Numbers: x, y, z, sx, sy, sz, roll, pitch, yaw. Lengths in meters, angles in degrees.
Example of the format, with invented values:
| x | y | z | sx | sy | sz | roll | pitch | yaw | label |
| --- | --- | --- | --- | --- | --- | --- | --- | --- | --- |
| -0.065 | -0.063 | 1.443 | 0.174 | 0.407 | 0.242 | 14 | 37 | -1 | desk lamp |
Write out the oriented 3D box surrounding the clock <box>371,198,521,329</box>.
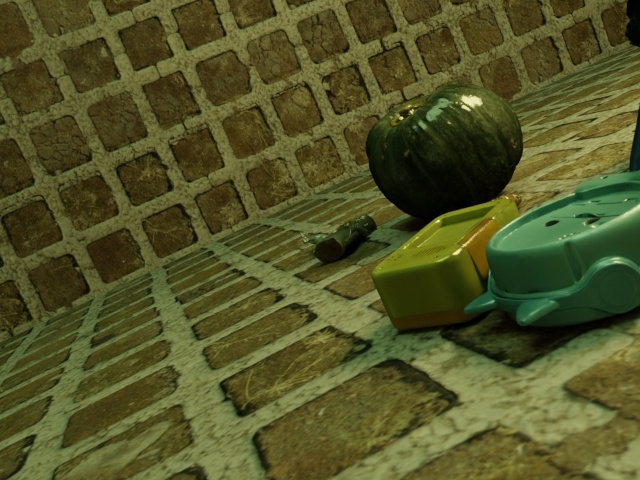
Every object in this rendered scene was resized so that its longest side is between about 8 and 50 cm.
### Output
| x | y | z | sx | sy | sz | roll | pitch | yaw | label |
| --- | --- | --- | --- | --- | --- | --- | --- | --- | --- |
| 0.175 | 0.030 | 0.891 | 0.143 | 0.096 | 0.202 | -11 | 16 | 46 | clock |

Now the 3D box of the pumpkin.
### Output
| x | y | z | sx | sy | sz | roll | pitch | yaw | label |
| --- | --- | --- | --- | --- | --- | --- | --- | --- | --- |
| 0.251 | -0.184 | 1.425 | 0.291 | 0.257 | 0.328 | -38 | 17 | -6 | pumpkin |

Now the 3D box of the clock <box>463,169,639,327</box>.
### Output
| x | y | z | sx | sy | sz | roll | pitch | yaw | label |
| --- | --- | --- | --- | --- | --- | --- | --- | --- | --- |
| 0.286 | 0.008 | 0.739 | 0.274 | 0.094 | 0.223 | -26 | 8 | -18 | clock |

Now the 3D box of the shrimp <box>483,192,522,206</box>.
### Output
| x | y | z | sx | sy | sz | roll | pitch | yaw | label |
| --- | --- | --- | --- | --- | --- | --- | --- | --- | --- |
| 0.292 | -0.044 | 1.214 | 0.184 | 0.043 | 0.091 | -24 | -1 | -45 | shrimp |

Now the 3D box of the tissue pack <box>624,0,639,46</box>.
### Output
| x | y | z | sx | sy | sz | roll | pitch | yaw | label |
| --- | --- | --- | --- | --- | --- | --- | --- | --- | --- |
| 0.683 | -0.375 | 0.989 | 0.264 | 0.253 | 0.416 | -24 | 37 | -11 | tissue pack |

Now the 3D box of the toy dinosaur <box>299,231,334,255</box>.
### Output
| x | y | z | sx | sy | sz | roll | pitch | yaw | label |
| --- | --- | --- | --- | --- | --- | --- | --- | --- | --- |
| 0.000 | 0.002 | 1.669 | 0.082 | 0.039 | 0.209 | -24 | 19 | -21 | toy dinosaur |

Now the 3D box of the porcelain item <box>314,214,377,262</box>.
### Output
| x | y | z | sx | sy | sz | roll | pitch | yaw | label |
| --- | --- | --- | --- | --- | --- | --- | --- | --- | --- |
| 0.067 | -0.013 | 1.558 | 0.084 | 0.054 | 0.213 | -16 | 11 | 34 | porcelain item |

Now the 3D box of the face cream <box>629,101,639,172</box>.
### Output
| x | y | z | sx | sy | sz | roll | pitch | yaw | label |
| --- | --- | --- | --- | --- | --- | --- | --- | --- | --- |
| 0.426 | -0.134 | 0.820 | 0.083 | 0.264 | 0.149 | 29 | 70 | 31 | face cream |
